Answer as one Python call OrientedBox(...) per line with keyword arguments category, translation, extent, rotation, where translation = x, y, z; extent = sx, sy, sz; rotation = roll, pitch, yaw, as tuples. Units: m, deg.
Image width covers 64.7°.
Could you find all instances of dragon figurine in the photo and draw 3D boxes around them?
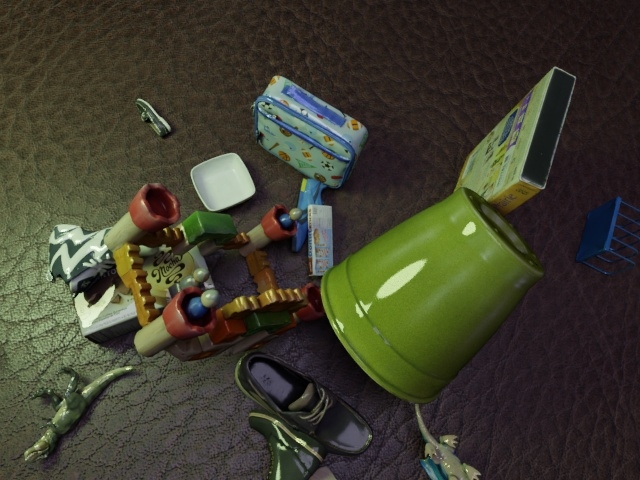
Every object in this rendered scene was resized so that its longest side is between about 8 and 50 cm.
OrientedBox(category="dragon figurine", translation=(0.284, 0.506, 1.148), extent=(0.085, 0.144, 0.289), rotation=(-31, 58, -15))

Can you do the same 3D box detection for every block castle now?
OrientedBox(category="block castle", translation=(-0.179, 0.059, 1.051), extent=(0.212, 0.453, 0.303), rotation=(-32, 70, 27))

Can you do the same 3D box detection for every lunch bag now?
OrientedBox(category="lunch bag", translation=(-0.037, -0.276, 1.296), extent=(0.303, 0.243, 0.115), rotation=(30, 69, 2))

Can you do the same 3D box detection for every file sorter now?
OrientedBox(category="file sorter", translation=(0.800, -0.008, 1.386), extent=(0.104, 0.118, 0.170), rotation=(27, 69, -1))

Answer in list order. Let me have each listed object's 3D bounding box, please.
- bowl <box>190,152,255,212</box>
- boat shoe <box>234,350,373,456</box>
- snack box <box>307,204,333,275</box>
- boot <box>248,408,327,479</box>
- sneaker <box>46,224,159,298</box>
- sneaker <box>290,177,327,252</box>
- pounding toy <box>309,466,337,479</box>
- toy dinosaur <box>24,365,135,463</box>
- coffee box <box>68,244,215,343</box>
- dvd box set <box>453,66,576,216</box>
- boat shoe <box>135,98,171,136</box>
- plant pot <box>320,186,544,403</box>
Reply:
OrientedBox(category="bowl", translation=(-0.254, -0.145, 1.321), extent=(0.141, 0.053, 0.142), rotation=(-24, 76, -15))
OrientedBox(category="boat shoe", translation=(-0.040, 0.369, 1.127), extent=(0.355, 0.130, 0.132), rotation=(29, 70, 3))
OrientedBox(category="snack box", translation=(0.000, 0.000, 1.285), extent=(0.064, 0.022, 0.179), rotation=(2, 84, -36))
OrientedBox(category="boot", translation=(-0.103, 0.458, 1.076), extent=(0.197, 0.077, 0.137), rotation=(17, 53, 30))
OrientedBox(category="sneaker", translation=(-0.469, 0.052, 1.072), extent=(0.234, 0.094, 0.153), rotation=(6, 68, -3))
OrientedBox(category="sneaker", translation=(-0.028, -0.064, 1.316), extent=(0.082, 0.069, 0.210), rotation=(14, 69, -7))
OrientedBox(category="pounding toy", translation=(0.012, 0.600, 1.088), extent=(0.269, 0.155, 0.154), rotation=(19, 40, -11))
OrientedBox(category="toy dinosaur", translation=(-0.550, 0.345, 1.104), extent=(0.118, 0.064, 0.268), rotation=(45, 70, -7))
OrientedBox(category="coffee box", translation=(-0.410, 0.103, 1.176), extent=(0.297, 0.119, 0.168), rotation=(-19, 74, -14))
OrientedBox(category="dvd box set", translation=(0.433, -0.172, 1.230), extent=(0.062, 0.420, 0.308), rotation=(26, 69, -2))
OrientedBox(category="boat shoe", translation=(-0.459, -0.329, 1.363), extent=(0.125, 0.046, 0.038), rotation=(45, 66, 0))
OrientedBox(category="plant pot", translation=(0.253, 0.089, 1.068), extent=(0.353, 0.366, 0.366), rotation=(-45, 79, 24))
